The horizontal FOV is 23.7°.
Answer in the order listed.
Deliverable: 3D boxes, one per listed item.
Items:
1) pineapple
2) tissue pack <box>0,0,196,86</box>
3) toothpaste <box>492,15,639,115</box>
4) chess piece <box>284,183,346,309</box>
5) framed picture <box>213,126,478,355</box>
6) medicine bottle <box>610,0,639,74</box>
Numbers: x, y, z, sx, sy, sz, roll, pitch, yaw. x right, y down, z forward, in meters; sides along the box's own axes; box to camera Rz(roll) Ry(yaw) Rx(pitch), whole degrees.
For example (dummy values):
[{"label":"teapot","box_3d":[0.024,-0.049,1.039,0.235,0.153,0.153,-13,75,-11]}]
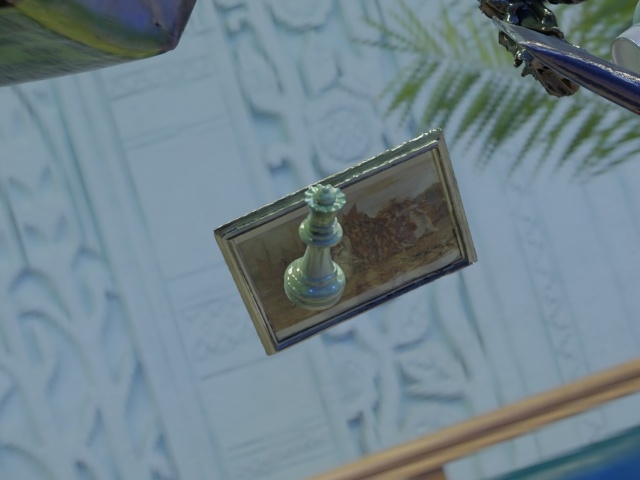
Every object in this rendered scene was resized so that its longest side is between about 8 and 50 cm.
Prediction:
[{"label":"pineapple","box_3d":[0.173,-0.279,1.429,0.141,0.310,0.170,-17,-18,-4]},{"label":"tissue pack","box_3d":[-0.182,-0.226,0.852,0.124,0.288,0.394,22,-12,-34]},{"label":"toothpaste","box_3d":[0.151,-0.085,0.802,0.140,0.021,0.037,21,18,-24]},{"label":"chess piece","box_3d":[0.000,0.000,1.009,0.042,0.042,0.093,-17,-43,-26]},{"label":"framed picture","box_3d":[0.035,0.008,1.684,0.274,0.217,0.017,-25,43,-3]},{"label":"medicine bottle","box_3d":[0.328,-0.195,1.419,0.118,0.074,0.055,-34,29,-21]}]
